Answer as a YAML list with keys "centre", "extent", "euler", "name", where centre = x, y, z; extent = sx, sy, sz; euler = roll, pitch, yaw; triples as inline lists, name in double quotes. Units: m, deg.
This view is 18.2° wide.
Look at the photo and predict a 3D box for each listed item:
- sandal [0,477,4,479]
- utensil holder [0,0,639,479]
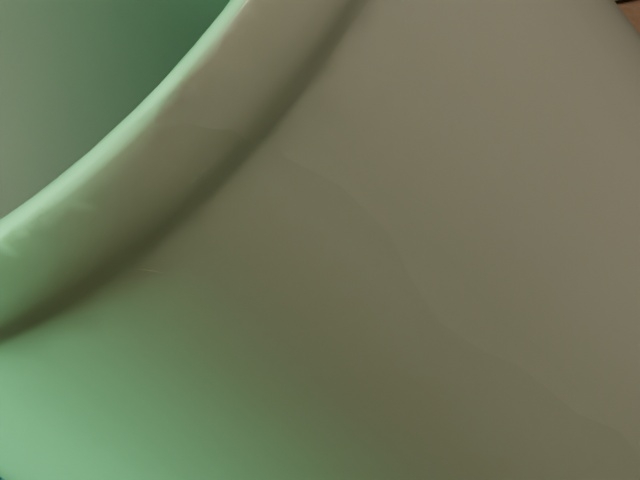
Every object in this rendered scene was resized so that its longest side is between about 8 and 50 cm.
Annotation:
- centre: [-0.155, 0.169, 0.926]
  extent: [0.138, 0.317, 0.126]
  euler: [10, 86, 15]
  name: "sandal"
- centre: [0.000, 0.000, 0.834]
  extent: [0.385, 0.327, 0.328]
  euler: [44, 29, -36]
  name: "utensil holder"
